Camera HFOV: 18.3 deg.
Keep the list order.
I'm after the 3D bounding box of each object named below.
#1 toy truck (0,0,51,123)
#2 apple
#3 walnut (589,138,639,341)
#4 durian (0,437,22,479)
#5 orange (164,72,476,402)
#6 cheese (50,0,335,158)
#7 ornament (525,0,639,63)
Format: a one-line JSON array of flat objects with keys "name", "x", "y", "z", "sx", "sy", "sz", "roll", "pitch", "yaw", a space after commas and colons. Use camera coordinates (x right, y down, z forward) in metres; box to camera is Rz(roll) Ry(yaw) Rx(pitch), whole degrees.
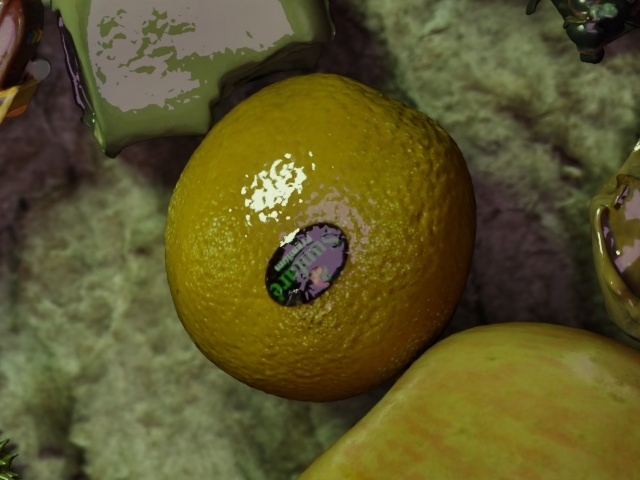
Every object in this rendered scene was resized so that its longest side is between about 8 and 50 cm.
[{"name": "toy truck", "x": -0.296, "y": -0.079, "z": 1.439, "sx": 0.135, "sy": 0.114, "sz": 0.270, "roll": 27, "pitch": 100, "yaw": -2}, {"name": "apple", "x": 0.143, "y": 0.244, "z": 1.381, "sx": 0.391, "sy": 0.391, "sz": 0.346, "roll": -41, "pitch": 88, "yaw": 7}, {"name": "walnut", "x": 0.311, "y": -0.024, "z": 1.447, "sx": 0.238, "sy": 0.141, "sz": 0.204, "roll": -1, "pitch": 89, "yaw": 0}, {"name": "durian", "x": -0.331, "y": 0.193, "z": 1.504, "sx": 0.220, "sy": 0.095, "sz": 0.137, "roll": -4, "pitch": 102, "yaw": -6}, {"name": "orange", "x": 0.000, "y": 0.000, "z": 1.408, "sx": 0.236, "sy": 0.236, "sz": 0.236, "roll": 0, "pitch": 101, "yaw": -1}, {"name": "cheese", "x": -0.092, "y": -0.156, "z": 1.438, "sx": 0.202, "sy": 0.091, "sz": 0.175, "roll": -10, "pitch": 103, "yaw": 2}, {"name": "ornament", "x": 0.189, "y": -0.194, "z": 1.356, "sx": 0.166, "sy": 0.196, "sz": 0.153, "roll": -30, "pitch": 103, "yaw": 31}]
